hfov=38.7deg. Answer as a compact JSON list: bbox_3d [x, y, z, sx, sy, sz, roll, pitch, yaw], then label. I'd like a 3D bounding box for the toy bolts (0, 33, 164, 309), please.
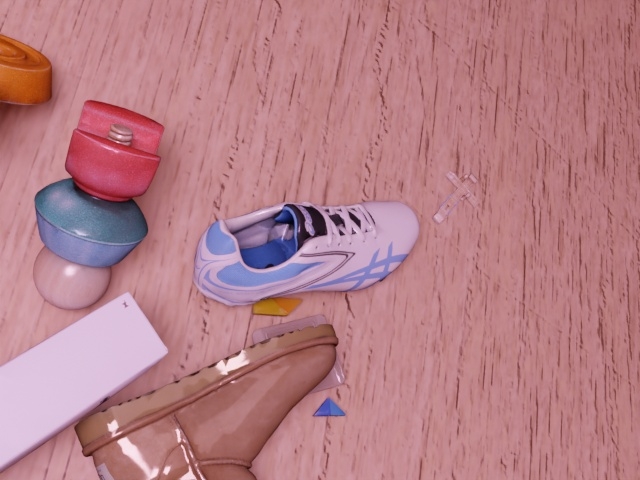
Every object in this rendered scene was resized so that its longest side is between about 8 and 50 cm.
[{"bbox_3d":[-0.242,-0.048,0.709,0.228,0.158,0.218,20,20,-10],"label":"toy bolts"}]

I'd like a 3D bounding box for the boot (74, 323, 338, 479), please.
[{"bbox_3d":[-0.041,0.225,0.708,0.236,0.089,0.269,-22,81,-22],"label":"boot"}]

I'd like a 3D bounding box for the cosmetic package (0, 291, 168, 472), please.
[{"bbox_3d":[-0.227,0.129,0.632,0.239,0.099,0.060,-34,88,-35],"label":"cosmetic package"}]

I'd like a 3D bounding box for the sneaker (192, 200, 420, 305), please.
[{"bbox_3d":[0.000,0.000,0.817,0.237,0.086,0.085,-13,60,-33],"label":"sneaker"}]

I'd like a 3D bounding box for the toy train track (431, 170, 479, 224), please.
[{"bbox_3d":[0.145,-0.047,0.967,0.048,0.014,0.083,47,56,-4],"label":"toy train track"}]

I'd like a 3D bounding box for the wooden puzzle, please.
[{"bbox_3d":[-0.020,0.104,0.812,0.079,0.014,0.116,-5,72,-26],"label":"wooden puzzle"}]
